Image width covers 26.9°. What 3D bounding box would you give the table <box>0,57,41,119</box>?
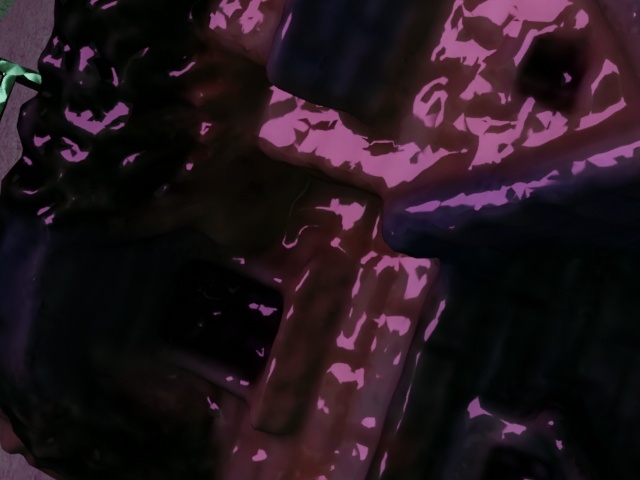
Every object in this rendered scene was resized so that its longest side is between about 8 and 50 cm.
[{"bbox_3d":[-0.269,0.033,1.352,0.335,0.272,0.222,128,157,-51],"label":"table"}]

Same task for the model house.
[{"bbox_3d":[0.089,0.000,0.737,0.400,0.395,0.445,26,98,33],"label":"model house"}]
